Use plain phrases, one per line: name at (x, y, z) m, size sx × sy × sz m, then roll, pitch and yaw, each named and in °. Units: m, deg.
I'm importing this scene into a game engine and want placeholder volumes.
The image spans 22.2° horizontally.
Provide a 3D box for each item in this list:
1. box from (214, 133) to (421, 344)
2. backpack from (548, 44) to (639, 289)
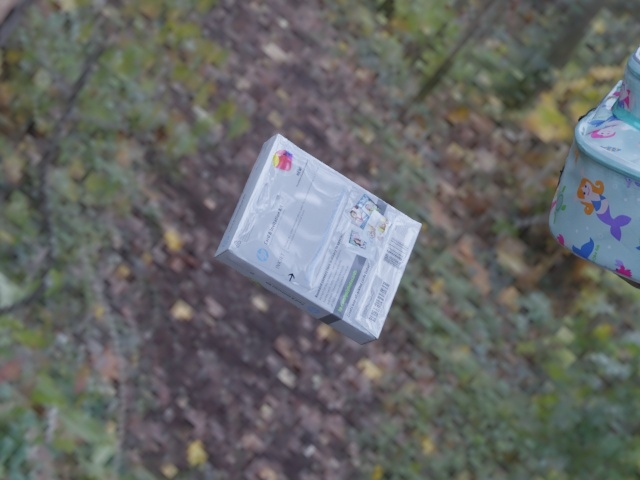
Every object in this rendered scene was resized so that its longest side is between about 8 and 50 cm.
box at (0.000, 0.000, 1.671) m, size 0.186 × 0.145 × 0.038 m, roll 32°, pitch -28°, yaw -19°
backpack at (0.307, -0.050, 1.317) m, size 0.225 × 0.191 × 0.253 m, roll 21°, pitch 29°, yaw 17°
